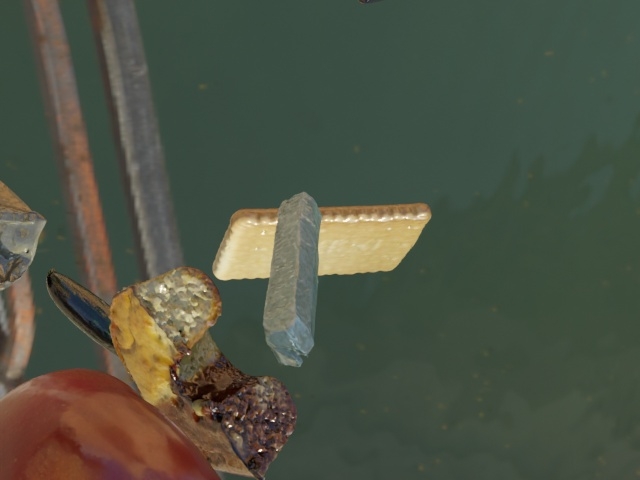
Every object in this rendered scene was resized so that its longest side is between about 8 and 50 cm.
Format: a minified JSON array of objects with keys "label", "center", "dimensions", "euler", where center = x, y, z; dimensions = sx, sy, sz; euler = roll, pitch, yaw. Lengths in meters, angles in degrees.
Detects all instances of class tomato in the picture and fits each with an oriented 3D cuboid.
[{"label":"tomato","center":[-0.133,0.168,0.716],"dimensions":[0.136,0.195,0.195],"euler":[-36,115,-19]}]

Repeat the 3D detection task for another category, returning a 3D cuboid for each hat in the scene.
[{"label":"hat","center":[-0.535,-0.026,1.748],"dimensions":[0.214,0.245,0.149],"euler":[12,97,-45]}]

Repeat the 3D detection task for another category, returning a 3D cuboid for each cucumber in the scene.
[{"label":"cucumber","center":[-0.272,0.136,1.669],"dimensions":[0.284,0.056,0.056],"euler":[37,63,3]}]

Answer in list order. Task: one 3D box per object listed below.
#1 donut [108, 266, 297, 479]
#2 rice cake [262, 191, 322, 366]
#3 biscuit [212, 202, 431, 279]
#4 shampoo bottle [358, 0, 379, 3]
[{"label":"donut","center":[-0.118,0.122,1.171],"dimensions":[0.085,0.141,0.217],"euler":[-37,102,-32]},{"label":"rice cake","center":[-0.024,0.030,1.154],"dimensions":[0.045,0.042,0.245],"euler":[59,18,-28]},{"label":"biscuit","center":[0.000,-0.001,1.474],"dimensions":[0.250,0.160,0.030],"euler":[-3,63,-17]},{"label":"shampoo bottle","center":[0.139,-0.357,1.468],"dimensions":[0.309,0.071,0.098],"euler":[-21,67,-43]}]
